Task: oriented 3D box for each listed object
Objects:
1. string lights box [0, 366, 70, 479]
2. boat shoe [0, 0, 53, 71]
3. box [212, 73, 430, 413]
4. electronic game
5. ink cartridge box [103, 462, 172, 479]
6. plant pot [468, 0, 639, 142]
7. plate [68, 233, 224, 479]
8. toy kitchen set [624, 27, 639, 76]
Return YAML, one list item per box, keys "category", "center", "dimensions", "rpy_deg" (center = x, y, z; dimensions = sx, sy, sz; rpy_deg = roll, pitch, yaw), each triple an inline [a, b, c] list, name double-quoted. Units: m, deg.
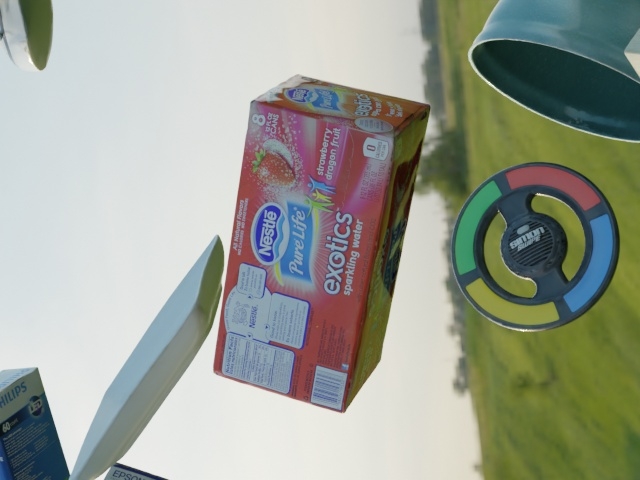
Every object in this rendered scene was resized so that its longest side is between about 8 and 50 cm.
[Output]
- category: "string lights box"
  center: [-0.466, 0.342, 2.058]
  dimensions: [0.133, 0.076, 0.260]
  rpy_deg: [-36, -64, -60]
- category: "boat shoe"
  center: [-0.478, -0.365, 1.810]
  dimensions: [0.367, 0.156, 0.136]
  rpy_deg: [79, -162, -61]
- category: "box"
  center: [0.000, 0.000, 1.143]
  dimensions: [0.122, 0.128, 0.257]
  rpy_deg: [-46, -32, -64]
- category: "electronic game"
  center: [0.284, 0.007, 1.768]
  dimensions: [0.048, 0.229, 0.229]
  rpy_deg: [24, -122, -63]
- category: "ink cartridge box"
  center: [-0.227, 0.401, 1.716]
  dimensions: [0.224, 0.223, 0.045]
  rpy_deg: [-61, 28, 7]
- category: "plant pot"
  center: [0.368, -0.280, 1.749]
  dimensions: [0.293, 0.293, 0.196]
  rpy_deg: [58, -125, -76]
- category: "plate"
  center: [-0.197, 0.147, 1.604]
  dimensions: [0.278, 0.045, 0.277]
  rpy_deg: [-54, 10, 15]
- category: "toy kitchen set"
  center: [0.443, -0.184, 1.373]
  dimensions: [0.166, 0.122, 0.207]
  rpy_deg: [-54, -53, -15]
